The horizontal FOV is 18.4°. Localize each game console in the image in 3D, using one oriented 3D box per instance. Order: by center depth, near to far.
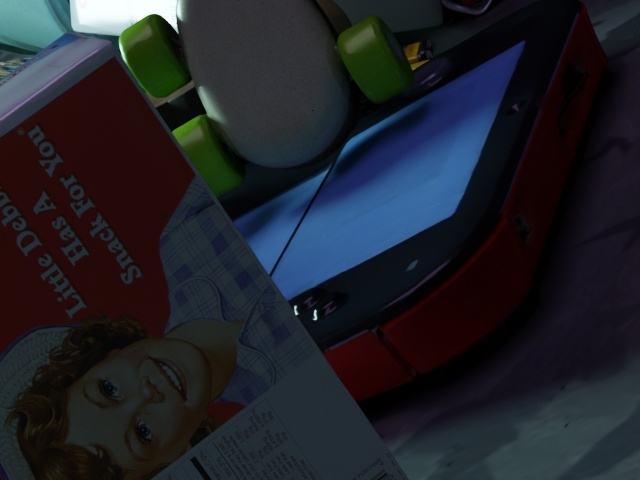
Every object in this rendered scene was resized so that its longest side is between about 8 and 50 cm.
[{"bbox_3d":[0.000,0.000,1.191,0.342,0.060,0.386,-23,20,28],"label":"game console"}]

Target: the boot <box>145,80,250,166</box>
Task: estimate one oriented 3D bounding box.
[{"bbox_3d":[-0.147,-0.066,1.551,0.305,0.112,0.115,-22,14,4],"label":"boot"}]

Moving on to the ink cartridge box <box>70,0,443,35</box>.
[{"bbox_3d":[-0.062,-0.267,1.597,0.197,0.198,0.270,-11,14,-35],"label":"ink cartridge box"}]

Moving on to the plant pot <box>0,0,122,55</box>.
[{"bbox_3d":[-0.210,-0.311,1.879,0.341,0.341,0.334,-37,29,-12],"label":"plant pot"}]

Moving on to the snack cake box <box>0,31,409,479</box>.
[{"bbox_3d":[-0.085,0.063,0.835,0.152,0.264,0.089,-36,18,-10],"label":"snack cake box"}]

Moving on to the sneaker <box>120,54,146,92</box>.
[{"bbox_3d":[-0.207,-0.071,1.647,0.319,0.112,0.131,-29,20,-15],"label":"sneaker"}]

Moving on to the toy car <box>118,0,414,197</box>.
[{"bbox_3d":[-0.015,-0.112,1.305,0.155,0.149,0.188,-29,-12,14],"label":"toy car"}]

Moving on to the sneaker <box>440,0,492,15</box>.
[{"bbox_3d":[0.143,-0.214,1.526,0.118,0.042,0.067,-29,13,37],"label":"sneaker"}]

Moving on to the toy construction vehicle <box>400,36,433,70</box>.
[{"bbox_3d":[0.043,-0.105,1.442,0.086,0.035,0.098,-16,25,15],"label":"toy construction vehicle"}]

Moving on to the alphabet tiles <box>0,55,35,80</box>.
[{"bbox_3d":[-0.280,-0.173,1.996,0.237,0.009,0.198,-14,15,-30],"label":"alphabet tiles"}]
